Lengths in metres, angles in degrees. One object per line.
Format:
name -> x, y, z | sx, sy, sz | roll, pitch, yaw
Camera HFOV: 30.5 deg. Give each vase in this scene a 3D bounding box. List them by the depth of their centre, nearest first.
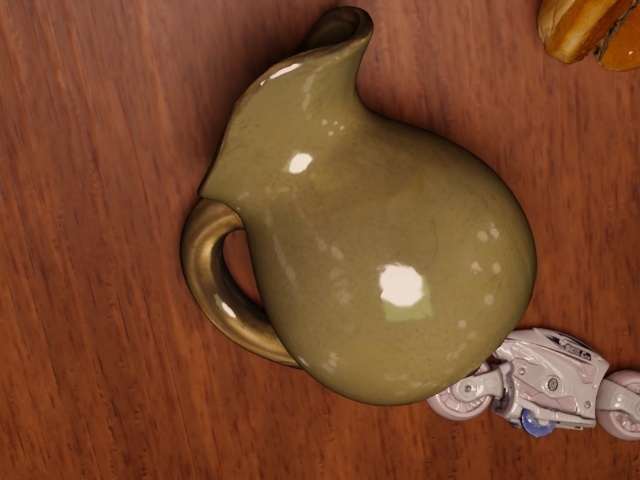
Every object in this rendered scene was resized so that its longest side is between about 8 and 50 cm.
vase -> 0.000, 0.000, 1.045 | 0.329, 0.241, 0.302 | -33, 103, 37

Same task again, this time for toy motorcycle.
toy motorcycle -> 0.230, 0.144, 1.192 | 0.254, 0.112, 0.112 | 7, 114, -8

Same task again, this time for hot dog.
hot dog -> 0.293, -0.272, 0.949 | 0.135, 0.100, 0.337 | 7, 142, -19
